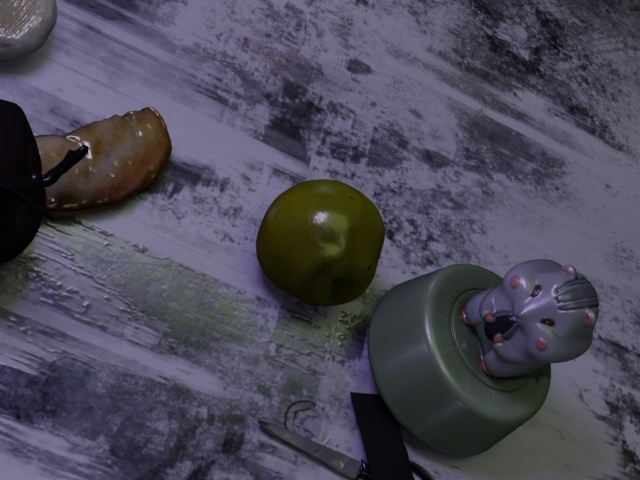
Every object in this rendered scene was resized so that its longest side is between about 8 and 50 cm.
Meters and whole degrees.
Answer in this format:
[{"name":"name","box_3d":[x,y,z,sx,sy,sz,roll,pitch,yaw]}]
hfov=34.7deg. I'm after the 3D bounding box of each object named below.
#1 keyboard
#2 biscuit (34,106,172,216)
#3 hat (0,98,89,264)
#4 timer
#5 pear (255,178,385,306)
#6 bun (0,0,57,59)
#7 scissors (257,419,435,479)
[{"name":"keyboard","box_3d":[0.092,0.306,1.485,0.074,0.015,0.196,7,45,-25]},{"name":"biscuit","box_3d":[-0.338,-0.113,1.516,0.299,0.045,0.154,-19,70,-39]},{"name":"hat","box_3d":[-0.420,-0.124,1.288,0.208,0.238,0.336,-17,92,0]},{"name":"timer","box_3d":[0.269,0.136,1.502,0.290,0.315,0.291,18,55,-28]},{"name":"pear","box_3d":[-0.001,-0.001,1.546,0.198,0.198,0.198,15,53,-21]},{"name":"bun","box_3d":[-0.491,-0.352,1.547,0.183,0.102,0.183,9,67,-22]},{"name":"scissors","box_3d":[0.041,0.324,1.461,0.300,0.022,0.109,27,46,-11]}]
